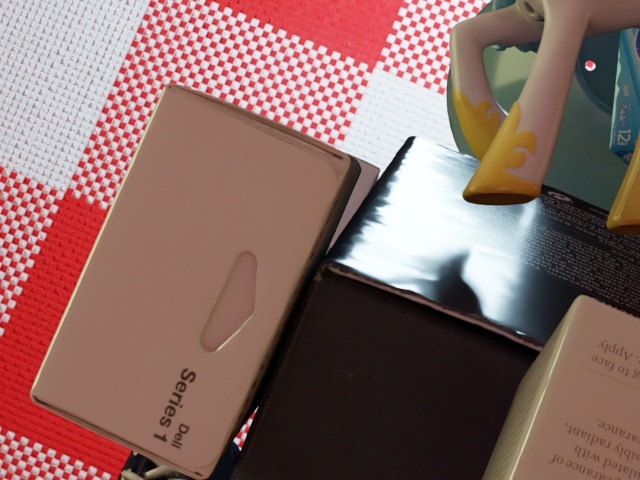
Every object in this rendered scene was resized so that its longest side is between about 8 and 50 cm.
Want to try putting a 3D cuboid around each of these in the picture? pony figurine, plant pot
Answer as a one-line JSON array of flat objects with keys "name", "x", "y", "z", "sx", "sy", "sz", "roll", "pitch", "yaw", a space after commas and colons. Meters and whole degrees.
[{"name": "pony figurine", "x": 0.248, "y": -0.193, "z": 1.104, "sx": 0.303, "sy": 0.351, "sz": 0.363, "roll": 109, "pitch": 162, "yaw": -76}, {"name": "plant pot", "x": 0.295, "y": -0.168, "z": 1.608, "sx": 0.195, "sy": 0.290, "sz": 0.290, "roll": 136, "pitch": 158, "yaw": -78}]

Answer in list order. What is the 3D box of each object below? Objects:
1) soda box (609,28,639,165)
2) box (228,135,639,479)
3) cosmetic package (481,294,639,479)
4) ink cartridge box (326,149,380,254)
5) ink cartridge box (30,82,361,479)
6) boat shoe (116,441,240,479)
[{"name": "soda box", "x": 0.327, "y": -0.178, "z": 1.466, "sx": 0.071, "sy": 0.067, "sz": 0.210, "roll": 23, "pitch": -109, "yaw": -60}, {"name": "box", "x": 0.082, "y": 0.221, "z": 1.151, "sx": 0.472, "sy": 0.297, "sz": 0.480, "roll": -58, "pitch": -10, "yaw": -74}, {"name": "cosmetic package", "x": 0.148, "y": 0.154, "z": 0.741, "sx": 0.151, "sy": 0.151, "sz": 0.183, "roll": 100, "pitch": -165, "yaw": -70}, {"name": "ink cartridge box", "x": 0.000, "y": 0.000, "z": 1.308, "sx": 0.135, "sy": 0.056, "sz": 0.099, "roll": 103, "pitch": -168, "yaw": -56}, {"name": "ink cartridge box", "x": -0.066, "y": 0.018, "z": 0.976, "sx": 0.278, "sy": 0.117, "sz": 0.201, "roll": -32, "pitch": -34, "yaw": -86}, {"name": "boat shoe", "x": -0.145, "y": 0.225, "z": 1.222, "sx": 0.340, "sy": 0.127, "sz": 0.158, "roll": 40, "pitch": -116, "yaw": -84}]
